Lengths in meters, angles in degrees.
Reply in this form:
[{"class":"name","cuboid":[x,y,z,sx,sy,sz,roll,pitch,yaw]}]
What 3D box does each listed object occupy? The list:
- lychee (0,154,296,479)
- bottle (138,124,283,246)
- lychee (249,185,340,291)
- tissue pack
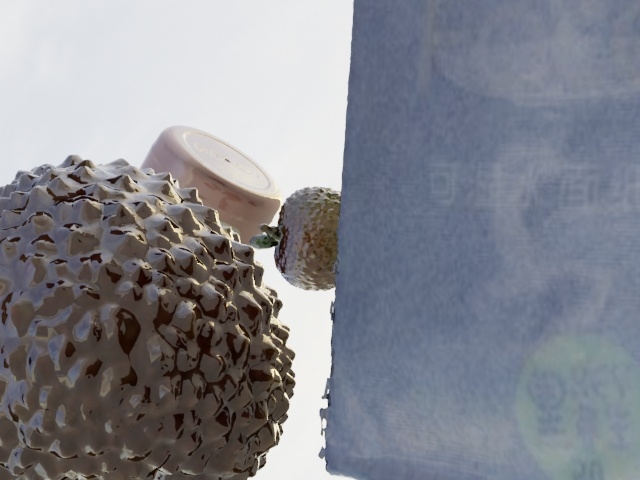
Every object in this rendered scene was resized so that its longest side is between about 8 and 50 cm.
[{"class":"lychee","cuboid":[-0.151,0.065,0.953,0.267,0.267,0.267,-37,-37,-36]},{"class":"bottle","cuboid":[-0.178,0.032,1.718,0.296,0.206,0.173,-56,-29,15]},{"class":"lychee","cuboid":[0.000,0.000,1.485,0.147,0.114,0.114,7,-65,-16]},{"class":"tissue pack","cuboid":[0.144,-0.062,0.682,0.124,0.288,0.394,4,-89,-46]}]
